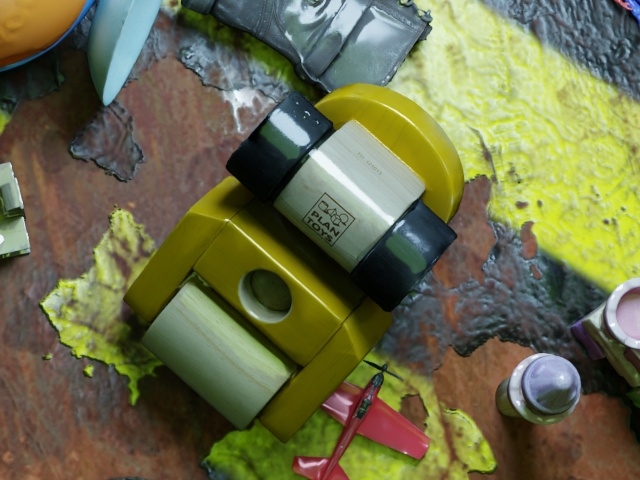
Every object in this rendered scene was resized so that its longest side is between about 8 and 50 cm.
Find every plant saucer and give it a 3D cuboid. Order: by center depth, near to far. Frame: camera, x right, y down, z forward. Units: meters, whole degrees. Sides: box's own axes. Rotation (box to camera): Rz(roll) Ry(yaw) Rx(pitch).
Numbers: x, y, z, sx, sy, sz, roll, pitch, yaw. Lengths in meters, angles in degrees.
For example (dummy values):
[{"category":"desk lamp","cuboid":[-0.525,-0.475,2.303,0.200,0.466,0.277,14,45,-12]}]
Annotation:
[{"category":"plant saucer","cuboid":[-0.177,-0.220,1.778,0.037,0.195,0.195,24,79,-1]}]

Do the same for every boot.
[{"category":"boot","cuboid":[0.011,-0.265,1.876,0.229,0.091,0.263,30,82,-8]}]

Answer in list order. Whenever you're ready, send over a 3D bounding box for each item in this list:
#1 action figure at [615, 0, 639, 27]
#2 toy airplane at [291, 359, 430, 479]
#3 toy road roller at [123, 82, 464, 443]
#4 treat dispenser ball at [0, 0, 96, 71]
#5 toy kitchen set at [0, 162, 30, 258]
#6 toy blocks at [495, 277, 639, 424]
[{"category":"action figure","cuboid":[0.317,-0.244,1.934,0.038,0.030,0.115,-39,86,-7]},{"category":"toy airplane","cuboid":[0.025,0.182,1.826,0.151,0.028,0.151,1,80,-6]},{"category":"toy road roller","cuboid":[0.000,0.000,1.774,0.202,0.240,0.329,42,123,2]},{"category":"treat dispenser ball","cuboid":[-0.326,-0.290,1.722,0.288,0.288,0.288,1,81,-8]},{"category":"toy kitchen set","cuboid":[-0.314,-0.026,1.793,0.075,0.068,0.083,-13,83,-9]},{"category":"toy blocks","cuboid":[0.364,0.140,1.761,0.309,0.260,0.288,-39,87,-11]}]
